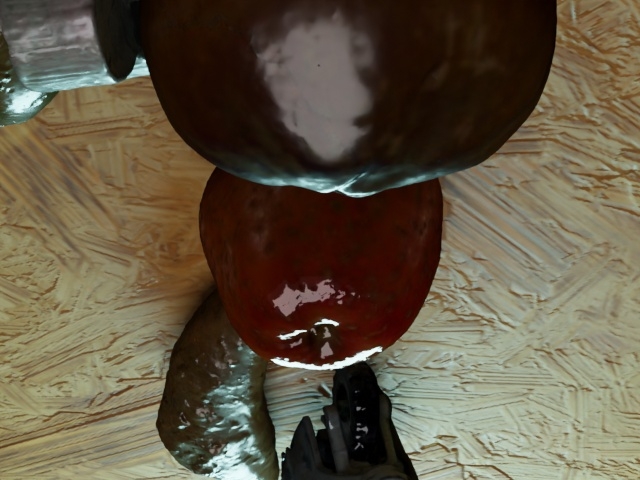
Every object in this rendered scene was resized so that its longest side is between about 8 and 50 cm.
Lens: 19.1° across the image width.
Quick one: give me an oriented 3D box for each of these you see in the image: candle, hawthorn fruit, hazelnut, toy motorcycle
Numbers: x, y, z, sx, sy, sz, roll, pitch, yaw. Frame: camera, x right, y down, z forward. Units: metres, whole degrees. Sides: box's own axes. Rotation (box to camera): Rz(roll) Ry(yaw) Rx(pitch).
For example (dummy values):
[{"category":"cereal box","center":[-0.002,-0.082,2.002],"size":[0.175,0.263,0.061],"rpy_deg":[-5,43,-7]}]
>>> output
[{"category":"candle","center":[-0.141,-0.174,1.154],"size":[0.068,0.192,0.168],"rpy_deg":[-3,99,10]},{"category":"hawthorn fruit","center":[0.000,0.000,1.340],"size":[0.189,0.189,0.189],"rpy_deg":[3,144,2]},{"category":"hazelnut","center":[0.022,-0.130,1.130],"size":[0.251,0.217,0.217],"rpy_deg":[1,147,-21]},{"category":"toy motorcycle","center":[0.027,0.229,1.653],"size":[0.106,0.159,0.270],"rpy_deg":[-9,141,-17]}]

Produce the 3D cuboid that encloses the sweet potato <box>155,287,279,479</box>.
[{"category":"sweet potato","center":[-0.083,0.142,1.610],"size":[0.114,0.092,0.341],"rpy_deg":[-9,146,-10]}]

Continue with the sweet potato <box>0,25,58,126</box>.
[{"category":"sweet potato","center":[-0.218,-0.145,1.225],"size":[0.098,0.124,0.310],"rpy_deg":[-32,158,-25]}]
